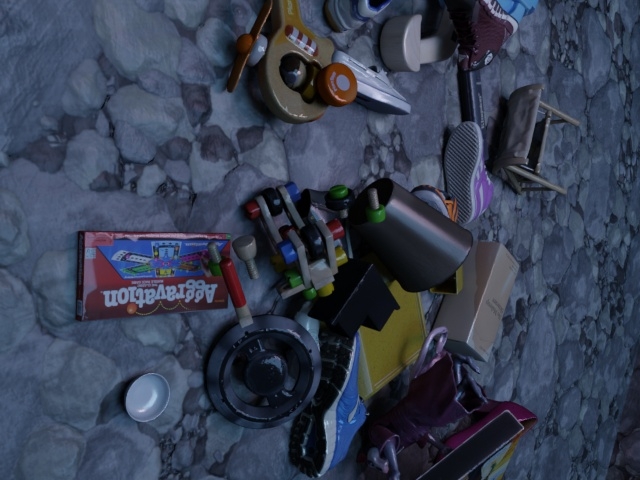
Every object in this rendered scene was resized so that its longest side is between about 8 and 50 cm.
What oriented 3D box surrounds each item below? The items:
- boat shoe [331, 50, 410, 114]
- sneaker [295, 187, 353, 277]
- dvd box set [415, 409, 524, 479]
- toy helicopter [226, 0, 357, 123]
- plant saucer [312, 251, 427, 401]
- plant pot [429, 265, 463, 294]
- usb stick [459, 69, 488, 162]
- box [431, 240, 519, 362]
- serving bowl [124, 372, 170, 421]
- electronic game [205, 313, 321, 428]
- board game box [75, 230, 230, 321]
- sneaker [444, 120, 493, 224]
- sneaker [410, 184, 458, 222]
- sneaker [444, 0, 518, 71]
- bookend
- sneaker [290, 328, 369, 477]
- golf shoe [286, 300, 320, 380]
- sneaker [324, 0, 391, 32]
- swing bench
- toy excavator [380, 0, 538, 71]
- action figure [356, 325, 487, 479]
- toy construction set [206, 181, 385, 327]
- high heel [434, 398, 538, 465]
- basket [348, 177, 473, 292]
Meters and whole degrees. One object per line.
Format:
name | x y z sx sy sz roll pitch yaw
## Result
boat shoe | 0.119 -0.352 1.352 0.258 0.095 0.084 13 88 -45
sneaker | 0.000 0.000 1.284 0.118 0.083 0.222 6 80 -40
dvd box set | 0.340 0.604 1.473 0.307 0.062 0.420 -30 144 -17
toy helicopter | -0.077 -0.402 1.159 0.235 0.140 0.355 -8 88 -35
plant saucer | 0.149 0.203 1.440 0.333 0.081 0.333 -27 113 -40
plant pot | 0.351 0.098 1.633 0.083 0.081 0.081 -15 104 -53
usb stick | 0.439 -0.353 1.701 0.077 0.045 0.278 -22 108 -41
box | 0.440 0.168 1.693 0.148 0.121 0.311 39 66 -40
serving bowl | -0.304 0.269 1.034 0.083 0.027 0.083 -4 95 -44
electronic game | -0.108 0.256 1.165 0.229 0.048 0.229 -2 97 -18
board game box | -0.280 0.057 1.042 0.281 0.027 0.145 0 95 -45
sneaker | 0.424 -0.196 1.672 0.161 0.102 0.282 -20 118 -45
sneaker | 0.272 -0.075 1.489 0.321 0.124 0.180 70 31 -56
sneaker | 0.344 -0.480 1.384 0.281 0.106 0.162 12 110 -42
bookend | 0.074 0.147 1.252 0.156 0.072 0.157 -54 132 -22
sneaker | 0.031 0.346 1.321 0.147 0.130 0.330 7 96 -52
golf shoe | -0.020 0.215 1.242 0.069 0.086 0.176 -1 111 -41
sneaker | 0.135 -0.569 1.325 0.112 0.131 0.296 49 59 -33
swing bench | 0.641 -0.300 1.829 0.254 0.165 0.253 25 77 -37
toy excavator | 0.371 -0.590 1.521 0.433 0.222 0.445 14 92 -43
action figure | 0.209 0.412 1.410 0.370 0.276 0.248 -42 153 18
toy construction set | -0.055 0.055 1.123 0.309 0.257 0.237 -38 129 -36
high heel | 0.467 0.604 1.714 0.377 0.181 0.127 -49 125 -30
basket | 0.181 -0.018 1.301 0.227 0.204 0.154 39 31 -26
